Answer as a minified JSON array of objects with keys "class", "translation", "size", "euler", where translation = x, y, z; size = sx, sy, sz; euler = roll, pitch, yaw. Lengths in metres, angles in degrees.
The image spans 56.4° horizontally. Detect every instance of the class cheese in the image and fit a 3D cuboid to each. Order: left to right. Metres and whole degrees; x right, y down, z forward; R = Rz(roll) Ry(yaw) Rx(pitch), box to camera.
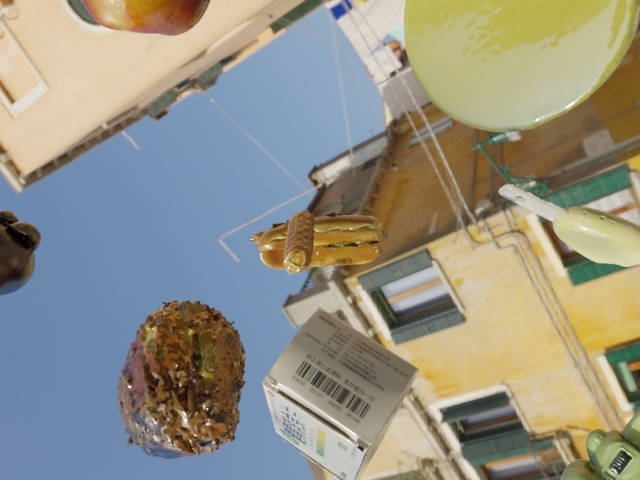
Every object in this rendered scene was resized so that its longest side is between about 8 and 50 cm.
[{"class":"cheese","translation":[0.410,-0.030,0.978],"size":[0.256,0.127,0.050],"euler":[26,-103,-2]}]

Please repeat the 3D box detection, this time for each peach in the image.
[{"class":"peach","translation":[-0.317,-0.521,1.097],"size":[0.248,0.246,0.274],"euler":[-94,8,-63]}]

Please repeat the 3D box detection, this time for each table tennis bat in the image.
[{"class":"table tennis bat","translation":[0.231,-0.248,0.542],"size":[0.054,0.369,0.224],"euler":[-24,-94,-50]}]

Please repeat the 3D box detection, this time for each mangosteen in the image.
[{"class":"mangosteen","translation":[-0.774,0.031,1.413],"size":[0.210,0.210,0.209],"euler":[42,-145,-39]}]

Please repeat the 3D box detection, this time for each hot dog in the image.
[{"class":"hot dog","translation":[0.000,0.000,1.142],"size":[0.072,0.270,0.109],"euler":[-101,11,-49]}]

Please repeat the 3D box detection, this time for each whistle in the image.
[{"class":"whistle","translation":[0.578,0.437,1.164],"size":[0.141,0.294,0.141],"euler":[38,-179,-1]}]

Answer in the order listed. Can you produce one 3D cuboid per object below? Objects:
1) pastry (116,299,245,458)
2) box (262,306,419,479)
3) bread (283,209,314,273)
[{"class":"pastry","translation":[-0.329,0.358,1.444],"size":[0.293,0.405,0.337],"euler":[14,-150,-29]},{"class":"box","translation":[0.025,0.257,0.936],"size":[0.145,0.173,0.332],"euler":[-53,-17,-25]},{"class":"bread","translation":[-0.035,0.000,1.006],"size":[0.044,0.052,0.157],"euler":[37,-155,-19]}]
